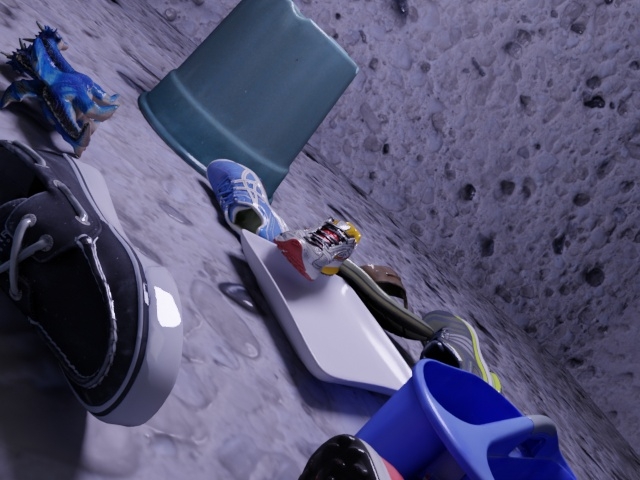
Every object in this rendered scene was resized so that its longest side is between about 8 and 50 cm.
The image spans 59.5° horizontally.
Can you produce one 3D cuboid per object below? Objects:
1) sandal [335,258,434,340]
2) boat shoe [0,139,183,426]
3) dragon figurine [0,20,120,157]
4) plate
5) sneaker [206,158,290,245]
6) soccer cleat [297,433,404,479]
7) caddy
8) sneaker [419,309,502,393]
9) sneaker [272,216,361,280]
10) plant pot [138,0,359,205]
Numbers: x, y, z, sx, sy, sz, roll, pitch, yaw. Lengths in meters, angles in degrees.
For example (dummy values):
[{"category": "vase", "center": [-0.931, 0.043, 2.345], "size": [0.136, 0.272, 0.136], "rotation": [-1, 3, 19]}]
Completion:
[{"category": "sandal", "center": [0.100, 0.077, 1.045], "size": [0.302, 0.086, 0.120], "rotation": [43, -19, 3]}, {"category": "boat shoe", "center": [-0.200, 0.011, 0.422], "size": [0.102, 0.108, 0.301], "rotation": [28, 18, -48]}, {"category": "dragon figurine", "center": [-0.330, -0.184, 0.684], "size": [0.144, 0.085, 0.289], "rotation": [36, 15, -28]}, {"category": "plate", "center": [0.014, 0.124, 0.829], "size": [0.278, 0.045, 0.277], "rotation": [28, 19, -47]}, {"category": "sneaker", "center": [-0.127, -0.065, 0.921], "size": [0.211, 0.080, 0.081], "rotation": [48, 11, 25]}, {"category": "soccer cleat", "center": [0.069, 0.281, 0.392], "size": [0.116, 0.108, 0.318], "rotation": [41, 11, -28]}, {"category": "caddy", "center": [0.195, 0.263, 0.644], "size": [0.341, 0.179, 0.241], "rotation": [27, 20, -49]}, {"category": "sneaker", "center": [0.253, 0.219, 1.112], "size": [0.121, 0.111, 0.300], "rotation": [34, 14, -19]}, {"category": "sneaker", "center": [0.000, 0.000, 0.875], "size": [0.088, 0.093, 0.225], "rotation": [46, 14, 11]}, {"category": "plant pot", "center": [-0.123, -0.302, 1.120], "size": [0.341, 0.334, 0.341], "rotation": [40, 15, -13]}]
